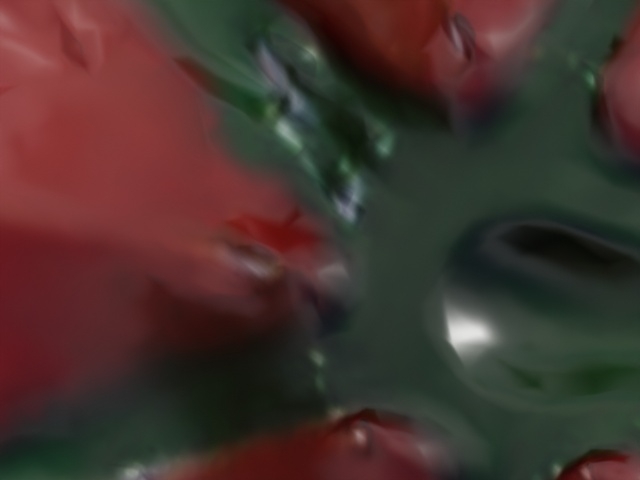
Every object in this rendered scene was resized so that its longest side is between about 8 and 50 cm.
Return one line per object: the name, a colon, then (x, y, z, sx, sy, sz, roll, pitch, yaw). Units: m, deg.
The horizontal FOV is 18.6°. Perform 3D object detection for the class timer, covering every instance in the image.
timer: (0.000, 0.000, 0.480, 0.378, 0.279, 0.378, -2, 95, -21)
